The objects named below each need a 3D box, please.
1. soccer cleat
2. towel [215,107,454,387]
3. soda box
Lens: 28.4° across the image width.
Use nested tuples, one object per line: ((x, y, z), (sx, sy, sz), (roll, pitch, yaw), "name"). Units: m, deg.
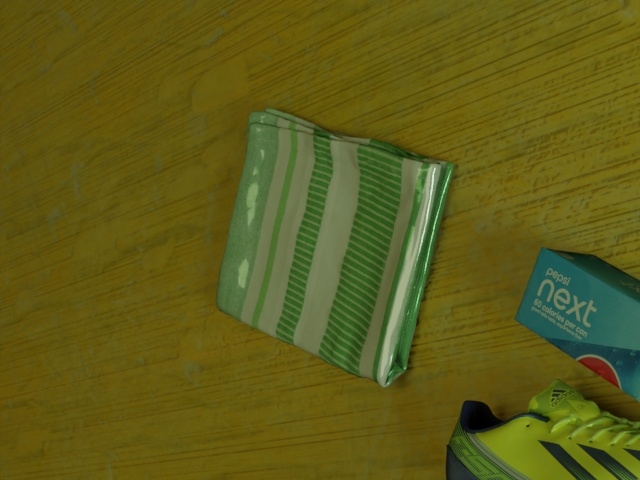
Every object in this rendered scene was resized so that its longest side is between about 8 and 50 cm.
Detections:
((0.213, 0.170, 1.029), (0.289, 0.093, 0.121), (-12, 69, 49), "soccer cleat")
((0.000, 0.000, 1.354), (0.325, 0.038, 0.248), (20, 101, 50), "towel")
((0.256, 0.080, 1.007), (0.210, 0.067, 0.071), (36, 112, 48), "soda box")
